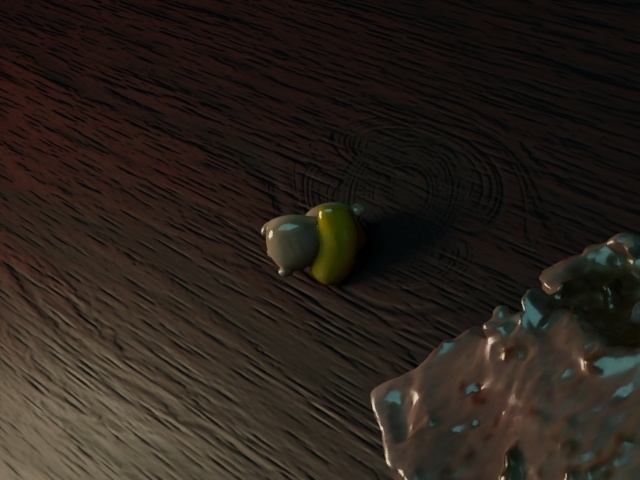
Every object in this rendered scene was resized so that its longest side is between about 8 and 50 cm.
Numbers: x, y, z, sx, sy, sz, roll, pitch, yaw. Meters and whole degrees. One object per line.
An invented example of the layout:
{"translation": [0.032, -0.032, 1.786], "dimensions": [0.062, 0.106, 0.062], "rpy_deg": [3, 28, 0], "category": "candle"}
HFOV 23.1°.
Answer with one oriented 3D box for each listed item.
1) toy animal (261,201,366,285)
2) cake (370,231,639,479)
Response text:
{"translation": [0.000, 0.000, 1.748], "dimensions": [0.114, 0.091, 0.082], "rpy_deg": [-16, 19, 17], "category": "toy animal"}
{"translation": [0.237, 0.192, 1.193], "dimensions": [0.307, 0.293, 0.314], "rpy_deg": [-32, 35, 15], "category": "cake"}
